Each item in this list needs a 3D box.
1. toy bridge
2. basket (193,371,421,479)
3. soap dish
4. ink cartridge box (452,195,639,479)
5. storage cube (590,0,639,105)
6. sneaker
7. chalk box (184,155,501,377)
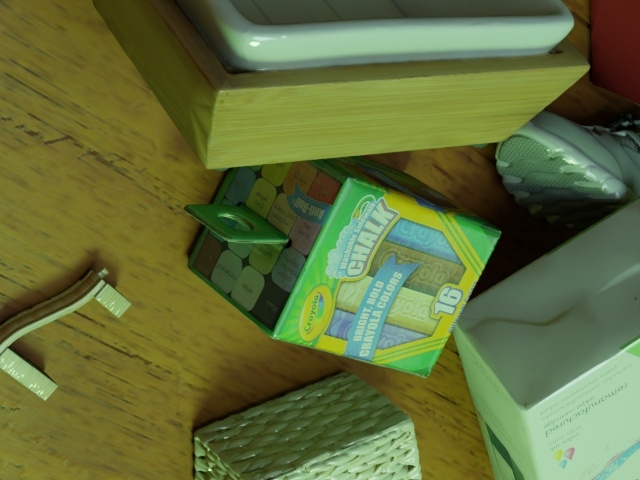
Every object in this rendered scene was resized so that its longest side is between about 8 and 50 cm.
[{"bbox_3d":[-0.217,0.091,1.299,0.188,0.026,0.063,-50,131,-4],"label":"toy bridge"},{"bbox_3d":[-0.010,0.190,1.444,0.167,0.113,0.103,-20,122,-27],"label":"basket"},{"bbox_3d":[0.001,-0.154,1.206,0.290,0.229,0.118,-7,134,-33],"label":"soap dish"},{"bbox_3d":[0.247,0.142,1.531,0.207,0.119,0.353,-31,144,-8],"label":"ink cartridge box"},{"bbox_3d":[0.344,-0.207,1.441,0.215,0.183,0.193,-22,125,-25],"label":"storage cube"},{"bbox_3d":[0.254,-0.064,1.532,0.281,0.105,0.115,22,71,-40],"label":"sneaker"},{"bbox_3d":[0.000,0.000,1.337,0.213,0.132,0.132,19,102,-42],"label":"chalk box"}]
